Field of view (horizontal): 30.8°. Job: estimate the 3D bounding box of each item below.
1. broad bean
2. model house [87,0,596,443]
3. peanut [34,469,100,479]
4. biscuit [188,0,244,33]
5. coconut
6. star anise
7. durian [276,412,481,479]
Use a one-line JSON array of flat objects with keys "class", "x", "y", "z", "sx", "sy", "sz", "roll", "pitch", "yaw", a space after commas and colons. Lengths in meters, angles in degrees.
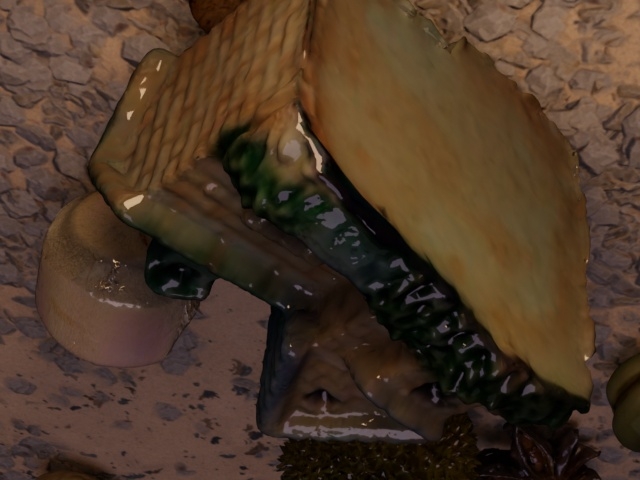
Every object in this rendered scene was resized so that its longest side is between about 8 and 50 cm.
[{"class": "broad bean", "x": 0.518, "y": 0.205, "z": 1.559, "sx": 0.263, "sy": 0.121, "sz": 0.189, "roll": -3, "pitch": 133, "yaw": -8}, {"class": "model house", "x": 0.000, "y": 0.000, "z": 1.207, "sx": 0.400, "sy": 0.395, "sz": 0.445, "roll": -26, "pitch": 132, "yaw": 36}, {"class": "peanut", "x": -0.432, "y": 0.457, "z": 2.011, "sx": 0.141, "sy": 0.109, "sz": 0.159, "roll": 12, "pitch": 151, "yaw": 14}, {"class": "biscuit", "x": -0.041, "y": -0.252, "z": 1.183, "sx": 0.188, "sy": 0.027, "sz": 0.188, "roll": -7, "pitch": 156, "yaw": -3}, {"class": "coconut", "x": -0.249, "y": 0.054, "z": 1.464, "sx": 0.224, "sy": 0.224, "sz": 0.234, "roll": 9, "pitch": 131, "yaw": 2}, {"class": "star anise", "x": 0.316, "y": 0.358, "z": 1.754, "sx": 0.214, "sy": 0.099, "sz": 0.220, "roll": 15, "pitch": 117, "yaw": -13}, {"class": "durian", "x": 0.079, "y": 0.313, "z": 1.663, "sx": 0.293, "sy": 0.258, "sz": 0.258, "roll": 14, "pitch": 142, "yaw": 26}]
